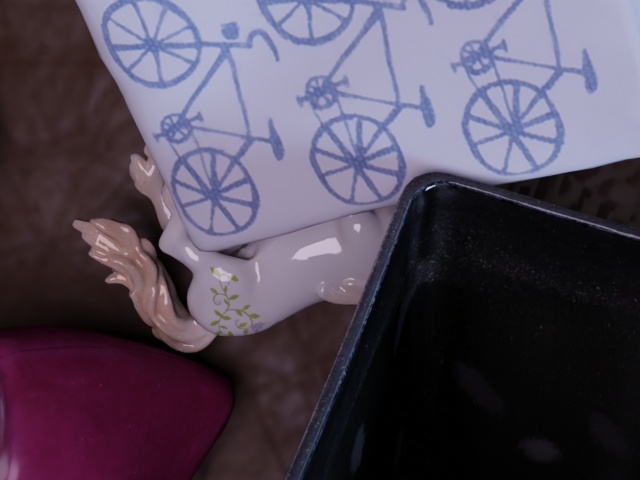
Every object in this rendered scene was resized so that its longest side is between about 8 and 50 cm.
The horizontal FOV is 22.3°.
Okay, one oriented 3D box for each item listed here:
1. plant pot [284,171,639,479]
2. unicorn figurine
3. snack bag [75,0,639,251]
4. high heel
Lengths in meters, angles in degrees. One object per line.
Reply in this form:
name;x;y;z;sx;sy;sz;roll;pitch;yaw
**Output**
plant pot;0.080;0.121;0.486;0.188;0.187;0.167;17;140;8
unicorn figurine;0.000;0.000;0.586;0.162;0.060;0.111;-15;108;29
snack bag;0.058;-0.162;0.425;0.342;0.037;0.323;-12;118;19
high heel;-0.162;0.193;0.649;0.181;0.127;0.377;2;131;-31
